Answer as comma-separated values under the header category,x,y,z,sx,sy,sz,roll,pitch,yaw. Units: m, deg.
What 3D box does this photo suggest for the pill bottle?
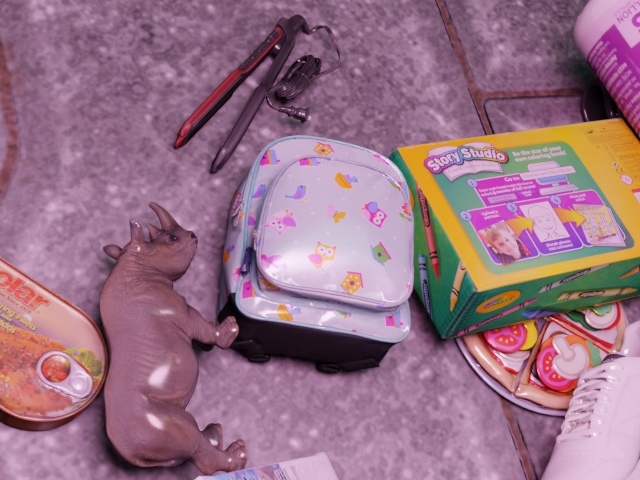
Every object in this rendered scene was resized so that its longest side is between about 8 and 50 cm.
category,x,y,z,sx,sy,sz,roll,pitch,yaw
pill bottle,0.393,-0.132,1.142,0.169,0.169,0.301,-23,74,-32

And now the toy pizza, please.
category,x,y,z,sx,sy,sz,roll,pitch,yaw
toy pizza,0.215,0.070,1.129,0.201,0.032,0.201,10,59,-18

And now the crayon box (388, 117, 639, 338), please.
category,x,y,z,sx,sy,sz,roll,pitch,yaw
crayon box,0.206,-0.018,1.108,0.278,0.081,0.165,-10,56,-27

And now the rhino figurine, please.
category,x,y,z,sx,sy,sz,roll,pitch,yaw
rhino figurine,-0.125,0.072,0.934,0.106,0.073,0.243,9,58,-30

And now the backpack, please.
category,x,y,z,sx,sy,sz,roll,pitch,yaw
backpack,0.000,0.000,1.012,0.166,0.144,0.188,9,56,-12

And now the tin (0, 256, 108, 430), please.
category,x,y,z,sx,sy,sz,roll,pitch,yaw
tin,-0.257,0.073,0.924,0.190,0.040,0.106,35,59,-2

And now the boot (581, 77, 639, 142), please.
category,x,y,z,sx,sy,sz,roll,pitch,yaw
boot,0.438,-0.055,1.264,0.223,0.118,0.338,-24,67,-25

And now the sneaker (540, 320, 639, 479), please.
category,x,y,z,sx,sy,sz,roll,pitch,yaw
sneaker,0.251,0.162,1.045,0.235,0.090,0.095,-36,105,-45

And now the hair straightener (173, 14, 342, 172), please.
category,x,y,z,sx,sy,sz,roll,pitch,yaw
hair straightener,-0.045,-0.141,1.137,0.089,0.047,0.230,37,50,-1

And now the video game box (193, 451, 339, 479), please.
category,x,y,z,sx,sy,sz,roll,pitch,yaw
video game box,-0.011,0.263,0.859,0.187,0.048,0.205,11,48,-63
